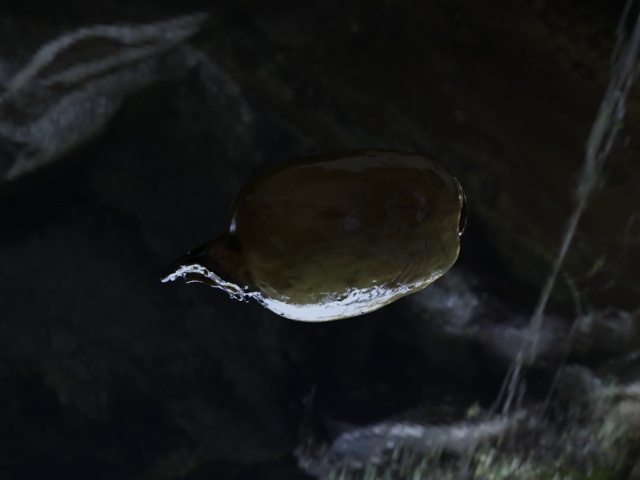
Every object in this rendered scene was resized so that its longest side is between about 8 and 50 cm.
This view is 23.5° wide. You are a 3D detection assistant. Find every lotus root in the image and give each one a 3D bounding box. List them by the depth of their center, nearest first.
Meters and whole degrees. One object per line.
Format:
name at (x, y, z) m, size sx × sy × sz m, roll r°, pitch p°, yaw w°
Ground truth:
lotus root at (0.000, 0.000, 1.066) m, size 0.221 × 0.125 × 0.118 m, roll -14°, pitch -141°, yaw -20°
